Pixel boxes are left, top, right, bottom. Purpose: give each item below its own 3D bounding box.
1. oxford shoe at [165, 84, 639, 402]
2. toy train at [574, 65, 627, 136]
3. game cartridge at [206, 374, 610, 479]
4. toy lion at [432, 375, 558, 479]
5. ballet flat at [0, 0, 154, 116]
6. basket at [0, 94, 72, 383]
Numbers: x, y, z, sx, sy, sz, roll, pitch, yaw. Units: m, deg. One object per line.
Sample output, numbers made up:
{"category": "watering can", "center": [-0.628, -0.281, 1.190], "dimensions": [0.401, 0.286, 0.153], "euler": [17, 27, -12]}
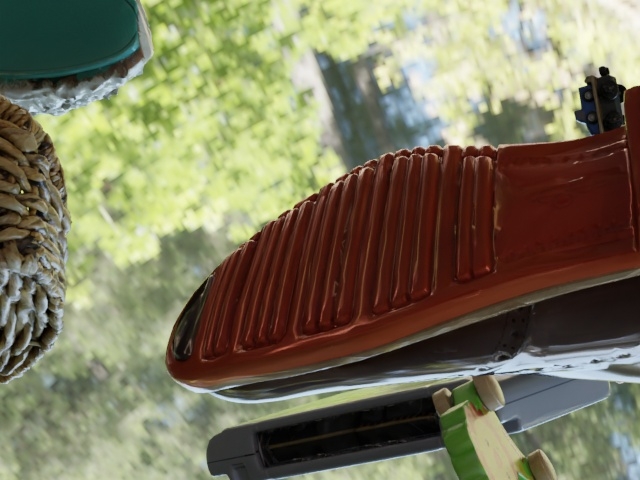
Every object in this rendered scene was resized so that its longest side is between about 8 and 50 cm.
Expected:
{"category": "oxford shoe", "center": [0.073, 0.021, 0.633], "dimensions": [0.271, 0.098, 0.097], "euler": [-16, -143, 27]}
{"category": "toy train", "center": [0.199, -0.041, 1.282], "dimensions": [0.036, 0.027, 0.158], "euler": [-10, -98, 27]}
{"category": "game cartridge", "center": [0.075, 0.140, 1.512], "dimensions": [0.294, 0.196, 0.060], "euler": [-15, -97, 37]}
{"category": "toy lion", "center": [0.090, 0.118, 0.948], "dimensions": [0.034, 0.100, 0.096], "euler": [-28, -153, 14]}
{"category": "ballet flat", "center": [-0.329, -0.178, 1.767], "dimensions": [0.408, 0.147, 0.147], "euler": [4, -118, 19]}
{"category": "basket", "center": [-0.304, -0.029, 1.458], "dimensions": [0.213, 0.299, 0.223], "euler": [2, -115, -15]}
